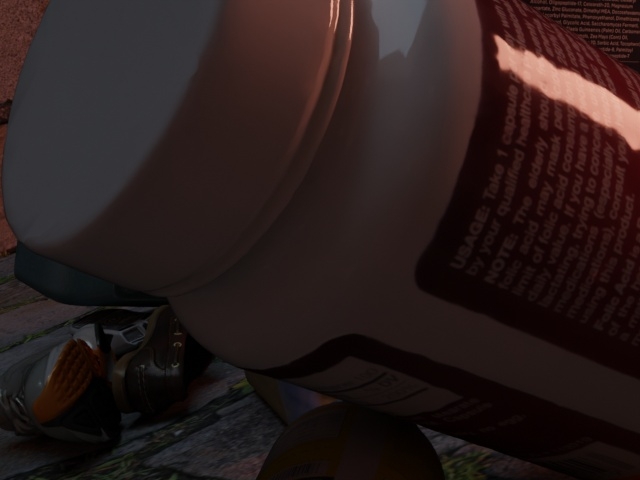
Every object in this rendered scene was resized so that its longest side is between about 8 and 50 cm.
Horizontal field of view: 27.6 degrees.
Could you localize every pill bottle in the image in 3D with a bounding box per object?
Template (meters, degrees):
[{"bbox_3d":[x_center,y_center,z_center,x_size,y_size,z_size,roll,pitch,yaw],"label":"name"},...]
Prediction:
[{"bbox_3d":[0.014,0.145,0.687,0.103,0.103,0.184,-14,9,11],"label":"pill bottle"},{"bbox_3d":[0.056,-0.020,0.668,0.392,0.224,0.224,23,-15,-34],"label":"pill bottle"}]

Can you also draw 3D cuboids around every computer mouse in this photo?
[{"bbox_3d":[-0.209,0.110,1.480,0.193,0.042,0.106,1,23,44],"label":"computer mouse"}]

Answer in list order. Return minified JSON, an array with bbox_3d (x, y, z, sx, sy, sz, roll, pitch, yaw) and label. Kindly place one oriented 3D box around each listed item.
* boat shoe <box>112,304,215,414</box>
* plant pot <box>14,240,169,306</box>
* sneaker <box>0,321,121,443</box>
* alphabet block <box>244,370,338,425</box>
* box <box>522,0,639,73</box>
[{"bbox_3d":[-0.136,0.112,1.255,0.073,0.073,0.207,-12,17,12],"label":"boat shoe"},{"bbox_3d":[-0.208,-0.032,1.569,0.248,0.247,0.252,3,13,-27],"label":"plant pot"},{"bbox_3d":[-0.251,0.149,1.196,0.121,0.099,0.262,-24,2,-2],"label":"sneaker"},{"bbox_3d":[0.021,0.031,1.097,0.193,0.192,0.197,-16,10,-12],"label":"alphabet block"},{"bbox_3d":[0.174,-0.170,1.400,0.179,0.312,0.343,-4,12,-28],"label":"box"}]
